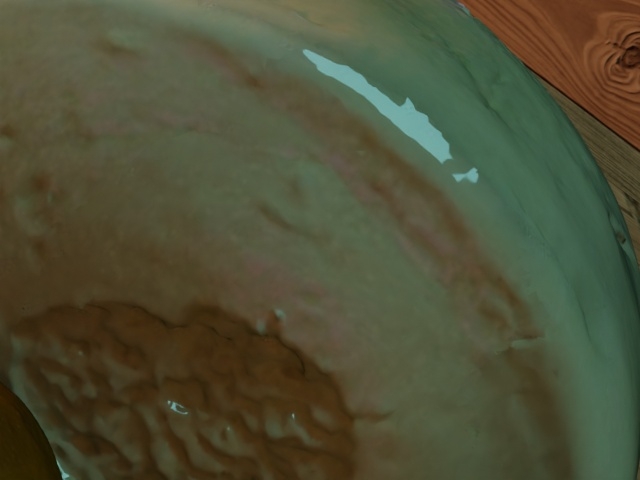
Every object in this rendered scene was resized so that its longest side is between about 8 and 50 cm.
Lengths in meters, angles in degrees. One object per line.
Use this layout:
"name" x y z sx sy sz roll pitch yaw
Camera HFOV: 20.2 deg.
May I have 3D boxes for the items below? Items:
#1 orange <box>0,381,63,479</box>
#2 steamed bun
"orange" -0.204 0.135 0.783 0.206 0.206 0.206 32 22 -14
"steamed bun" 0.000 0.000 0.984 0.456 0.290 0.371 42 24 -5
